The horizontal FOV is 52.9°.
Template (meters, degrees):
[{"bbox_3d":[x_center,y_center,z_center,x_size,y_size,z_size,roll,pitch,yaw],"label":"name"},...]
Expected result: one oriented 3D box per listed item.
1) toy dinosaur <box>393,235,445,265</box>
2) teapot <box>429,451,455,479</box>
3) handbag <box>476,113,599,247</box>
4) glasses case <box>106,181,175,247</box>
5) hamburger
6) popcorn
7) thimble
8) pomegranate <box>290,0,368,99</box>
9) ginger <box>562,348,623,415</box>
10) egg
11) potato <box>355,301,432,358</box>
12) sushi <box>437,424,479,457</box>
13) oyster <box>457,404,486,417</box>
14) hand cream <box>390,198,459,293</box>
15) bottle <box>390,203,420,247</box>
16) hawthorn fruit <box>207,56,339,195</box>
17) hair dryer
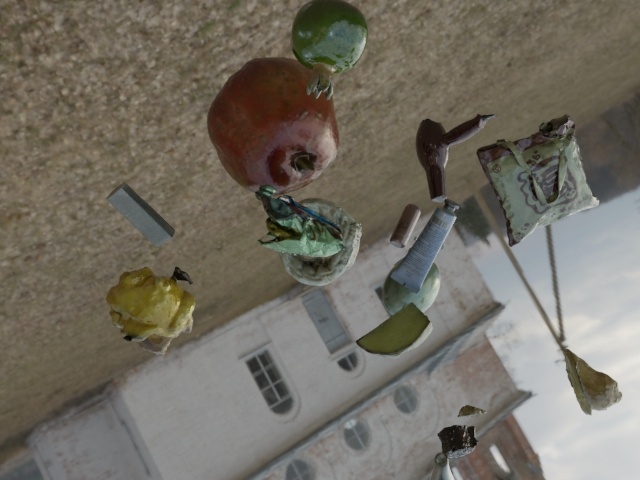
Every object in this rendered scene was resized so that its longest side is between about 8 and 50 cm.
[{"bbox_3d":[0.363,0.052,2.331,0.187,0.106,0.044,-55,-166,24],"label":"toy dinosaur"},{"bbox_3d":[0.262,0.685,1.395,0.252,0.424,0.280,-1,155,14],"label":"teapot"},{"bbox_3d":[0.465,-0.127,1.369,0.213,0.235,0.127,-23,-161,9],"label":"handbag"},{"bbox_3d":[-0.516,-0.074,1.855,0.071,0.205,0.047,-30,-156,26],"label":"glasses case"},{"bbox_3d":[-0.073,-0.022,1.701,0.150,0.276,0.260,-59,-154,6],"label":"hamburger"},{"bbox_3d":[-0.551,0.241,2.104,0.297,0.316,0.281,6,-146,24],"label":"popcorn"},{"bbox_3d":[0.000,0.000,2.153,0.291,0.291,0.195,-30,174,9],"label":"thimble"},{"bbox_3d":[0.014,-0.438,1.474,0.187,0.225,0.187,9,174,1],"label":"pomegranate"},{"bbox_3d":[0.771,0.392,1.830,0.123,0.193,0.115,-23,177,17],"label":"ginger"},{"bbox_3d":[0.289,0.149,2.054,0.236,0.169,0.169,-50,-176,-29],"label":"egg"},{"bbox_3d":[0.160,0.216,1.334,0.149,0.081,0.120,-34,148,-10],"label":"potato"},{"bbox_3d":[0.406,0.598,1.912,0.098,0.084,0.094,13,139,-27],"label":"sushi"},{"bbox_3d":[0.515,0.583,2.193,0.083,0.038,0.080,0,150,-13],"label":"oyster"},{"bbox_3d":[0.291,0.011,1.756,0.271,0.091,0.058,-63,165,17],"label":"hand cream"},{"bbox_3d":[0.262,-0.044,1.980,0.140,0.053,0.053,-63,-174,-21],"label":"bottle"},{"bbox_3d":[-0.116,-0.317,1.861,0.403,0.403,0.403,-29,173,-4],"label":"hawthorn fruit"},{"bbox_3d":[0.490,-0.331,2.279,0.123,0.312,0.340,9,155,-40],"label":"hair dryer"}]
